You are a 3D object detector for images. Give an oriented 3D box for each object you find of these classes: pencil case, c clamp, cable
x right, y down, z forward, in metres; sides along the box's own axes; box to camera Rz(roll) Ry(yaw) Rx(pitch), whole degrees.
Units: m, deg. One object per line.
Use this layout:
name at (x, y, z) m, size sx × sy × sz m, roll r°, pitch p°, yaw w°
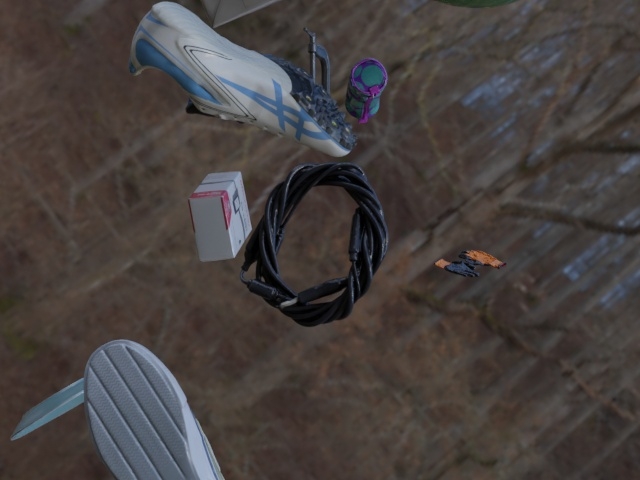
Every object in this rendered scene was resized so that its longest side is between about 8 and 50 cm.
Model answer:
pencil case at (0.078, -0.262, 2.229) m, size 0.152 × 0.064 × 0.070 m, roll 101°, pitch -20°, yaw -77°
c clamp at (-0.010, -0.298, 2.315) m, size 0.137 × 0.022 × 0.161 m, roll -4°, pitch 92°, yaw -72°
cable at (0.000, 0.000, 1.404) m, size 0.150 × 0.185 × 0.047 m, roll 32°, pitch 2°, yaw 23°

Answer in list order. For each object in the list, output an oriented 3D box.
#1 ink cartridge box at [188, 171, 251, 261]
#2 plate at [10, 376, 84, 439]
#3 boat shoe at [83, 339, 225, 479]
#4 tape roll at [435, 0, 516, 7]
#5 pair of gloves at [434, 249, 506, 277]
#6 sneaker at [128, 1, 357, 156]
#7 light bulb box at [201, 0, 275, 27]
ink cartridge box at (-0.165, -0.042, 2.106) m, size 0.150 × 0.063 × 0.109 m, roll -66°, pitch 148°, yaw -69°
plate at (-0.376, 0.235, 1.867) m, size 0.024 × 0.188 × 0.188 m, roll 59°, pitch -19°, yaw 4°
boat shoe at (-0.162, 0.248, 1.366) m, size 0.302 × 0.109 × 0.094 m, roll 62°, pitch -1°, yaw 11°
tape roll at (0.179, -0.426, 1.426) m, size 0.321 × 0.321 × 0.077 m, roll 54°, pitch -10°, yaw -6°
pair of gloves at (0.209, 0.032, 1.774) m, size 0.074 × 0.083 × 0.010 m, roll 21°, pitch -60°, yaw 42°
sneaker at (-0.074, -0.143, 1.232) m, size 0.237 × 0.086 × 0.085 m, roll 29°, pitch 26°, yaw -10°
light bulb box at (-0.093, -0.568, 2.043) m, size 0.358 × 0.225 × 0.361 m, roll 67°, pitch 21°, yaw -12°
